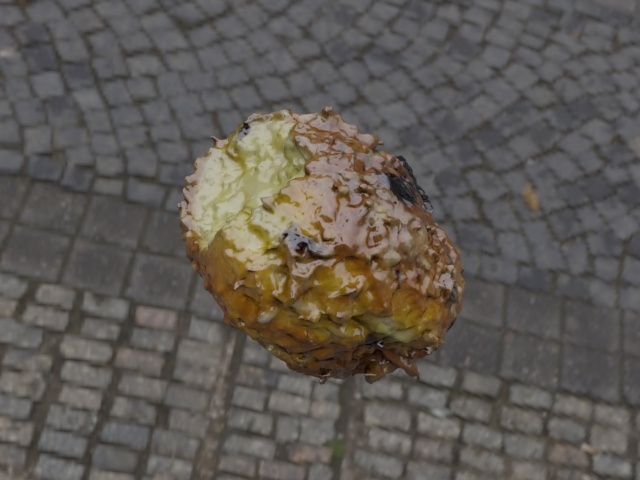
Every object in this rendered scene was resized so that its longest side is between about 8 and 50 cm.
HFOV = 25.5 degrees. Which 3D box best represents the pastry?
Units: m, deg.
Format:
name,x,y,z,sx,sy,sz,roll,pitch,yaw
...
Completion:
name,x,y,z,sx,sy,sz,roll,pitch,yaw
pastry,0.012,0.012,1.743,0.337,0.292,0.405,43,4,-24
